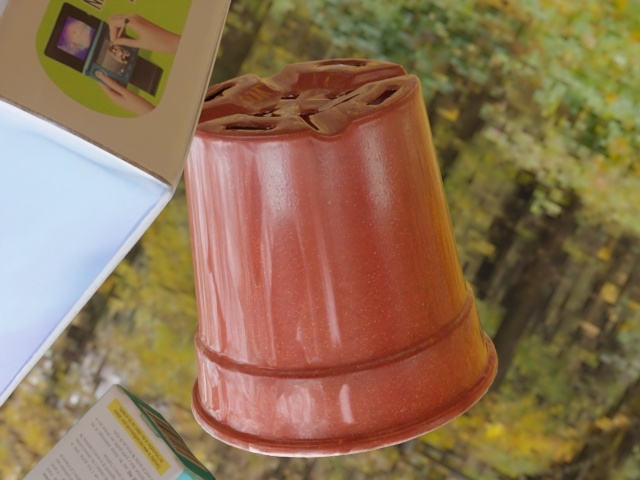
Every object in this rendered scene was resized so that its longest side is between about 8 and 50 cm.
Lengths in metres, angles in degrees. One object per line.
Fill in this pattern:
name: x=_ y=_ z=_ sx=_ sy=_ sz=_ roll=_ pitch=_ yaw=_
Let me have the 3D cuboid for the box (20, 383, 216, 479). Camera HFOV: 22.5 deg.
box: x=-0.183 y=0.221 z=1.077 sx=0.100 sy=0.244 sz=0.060 roll=44 pitch=179 yaw=42

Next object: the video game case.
video game case: x=-0.111 y=-0.038 z=0.550 sx=0.061 sy=0.269 sz=0.244 roll=29 pitch=-137 yaw=-17

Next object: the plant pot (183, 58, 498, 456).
plant pot: x=0.000 y=0.000 z=1.360 sx=0.272 sy=0.265 sz=0.272 roll=-8 pitch=-158 yaw=3
